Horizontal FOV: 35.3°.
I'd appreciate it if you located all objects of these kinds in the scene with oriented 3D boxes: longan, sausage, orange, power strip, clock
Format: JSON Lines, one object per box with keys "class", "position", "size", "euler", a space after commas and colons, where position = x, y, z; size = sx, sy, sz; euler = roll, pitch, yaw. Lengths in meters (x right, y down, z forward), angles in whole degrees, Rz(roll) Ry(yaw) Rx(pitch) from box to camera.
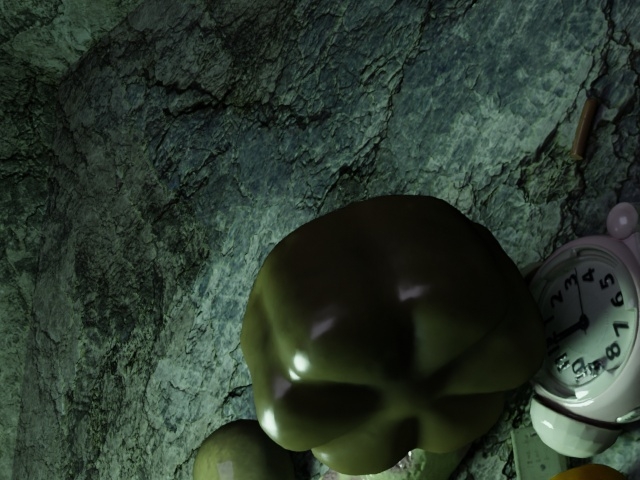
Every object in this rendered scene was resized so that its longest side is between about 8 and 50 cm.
{"class": "longan", "position": [-0.164, 0.500, 2.146], "size": [0.246, 0.215, 0.246], "euler": [-173, 90, -79]}
{"class": "sausage", "position": [0.482, -0.205, 1.835], "size": [0.026, 0.026, 0.116], "euler": [10, 80, 52]}
{"class": "orange", "position": [0.404, 0.405, 1.532], "size": [0.156, 0.156, 0.124], "euler": [-37, 49, 35]}
{"class": "power strip", "position": [0.371, 0.395, 1.665], "size": [0.092, 0.034, 0.268], "euler": [-20, 57, 29]}
{"class": "clock", "position": [0.447, 0.144, 1.597], "size": [0.326, 0.184, 0.342], "euler": [-40, 40, 38]}

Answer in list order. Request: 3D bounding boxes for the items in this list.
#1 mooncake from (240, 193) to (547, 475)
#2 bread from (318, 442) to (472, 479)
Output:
{"class": "mooncake", "position": [0.110, 0.161, 1.583], "size": [0.467, 0.467, 0.262], "euler": [-50, 38, 23]}
{"class": "bread", "position": [0.113, 0.447, 1.848], "size": [0.338, 0.187, 0.155], "euler": [-54, 43, 17]}
